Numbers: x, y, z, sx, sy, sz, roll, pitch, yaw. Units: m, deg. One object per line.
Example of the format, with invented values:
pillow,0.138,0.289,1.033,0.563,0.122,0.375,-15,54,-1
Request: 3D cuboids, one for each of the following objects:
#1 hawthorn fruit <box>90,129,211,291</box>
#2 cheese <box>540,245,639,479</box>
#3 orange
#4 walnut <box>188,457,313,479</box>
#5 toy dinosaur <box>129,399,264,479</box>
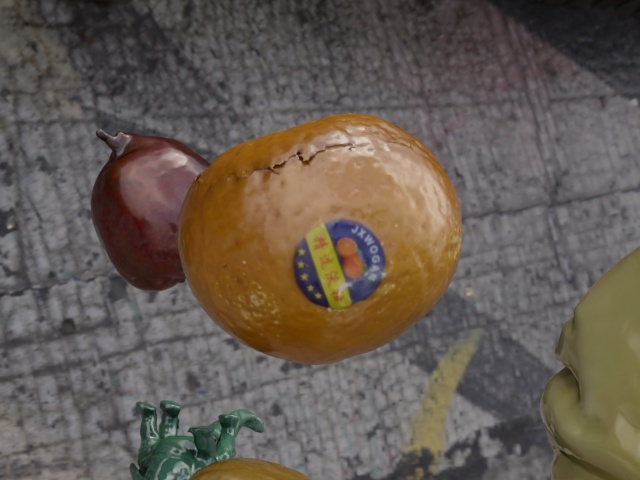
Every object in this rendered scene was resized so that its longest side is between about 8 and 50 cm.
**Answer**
hawthorn fruit,-0.234,-0.057,1.460,0.208,0.208,0.248,-39,105,-41
cheese,0.187,0.084,0.364,0.117,0.226,0.213,0,65,-42
orange,0.001,-0.002,0.799,0.219,0.219,0.193,-41,121,-41
walnut,-0.042,0.229,0.715,0.144,0.180,0.144,-31,131,-44
toy dinosaur,-0.111,0.180,0.906,0.292,0.079,0.120,-60,152,-69
